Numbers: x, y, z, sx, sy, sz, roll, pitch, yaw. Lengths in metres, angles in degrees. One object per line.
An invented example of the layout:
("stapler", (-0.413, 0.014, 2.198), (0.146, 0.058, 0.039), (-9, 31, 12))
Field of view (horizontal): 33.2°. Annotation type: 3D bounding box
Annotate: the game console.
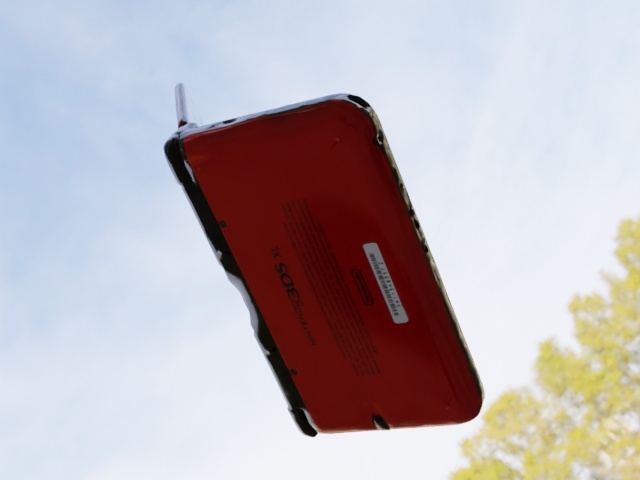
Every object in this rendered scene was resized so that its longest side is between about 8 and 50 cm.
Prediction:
("game console", (0.000, 0.000, 0.446), (0.144, 0.124, 0.085), (66, -148, -24))
